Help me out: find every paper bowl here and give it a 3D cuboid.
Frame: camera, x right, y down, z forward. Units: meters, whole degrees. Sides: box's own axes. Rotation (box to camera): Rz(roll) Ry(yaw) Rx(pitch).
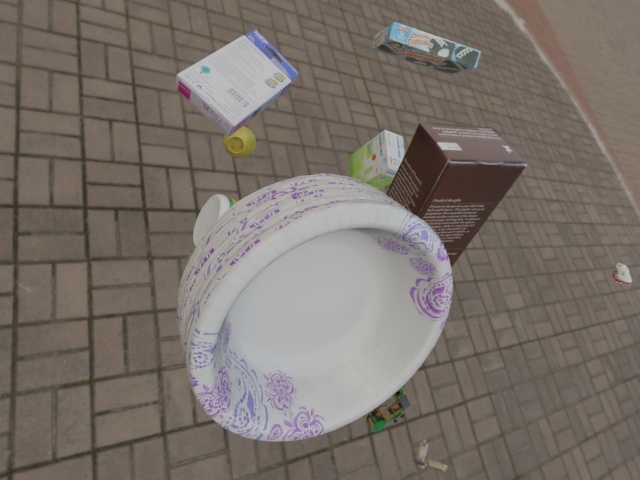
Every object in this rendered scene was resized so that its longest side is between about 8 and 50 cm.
[{"bbox_3d":[-0.010,0.065,0.463,0.284,0.284,0.148,9,23,-29],"label":"paper bowl"}]

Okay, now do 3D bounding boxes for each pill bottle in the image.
[{"bbox_3d":[-0.141,-0.005,0.861,0.208,0.117,0.117,24,55,-35],"label":"pill bottle"}]

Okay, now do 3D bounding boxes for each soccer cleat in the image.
[{"bbox_3d":[0.643,0.071,0.890,0.083,0.029,0.035,-21,119,-63],"label":"soccer cleat"}]

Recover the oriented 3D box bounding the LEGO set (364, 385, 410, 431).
[{"bbox_3d":[0.230,0.618,1.767,0.255,0.192,0.331,-38,126,-5],"label":"LEGO set"}]

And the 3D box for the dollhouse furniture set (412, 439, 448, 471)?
[{"bbox_3d":[0.396,0.755,1.457,0.091,0.114,0.081,58,46,-39],"label":"dollhouse furniture set"}]

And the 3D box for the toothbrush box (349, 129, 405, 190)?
[{"bbox_3d":[0.272,-0.368,2.030,0.122,0.283,0.206,12,67,-33],"label":"toothbrush box"}]

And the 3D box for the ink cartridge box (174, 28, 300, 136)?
[{"bbox_3d":[-0.212,-0.432,1.126,0.186,0.065,0.311,43,58,-6],"label":"ink cartridge box"}]

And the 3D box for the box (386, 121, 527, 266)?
[{"bbox_3d":[0.247,-0.062,0.931,0.191,0.381,0.143,-2,50,-22],"label":"box"}]

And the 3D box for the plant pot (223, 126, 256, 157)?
[{"bbox_3d":[-0.333,-0.389,1.676,0.134,0.134,0.095,36,17,-13],"label":"plant pot"}]

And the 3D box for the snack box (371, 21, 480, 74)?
[{"bbox_3d":[0.356,-0.651,1.432,0.322,0.187,0.060,11,102,-14],"label":"snack box"}]
